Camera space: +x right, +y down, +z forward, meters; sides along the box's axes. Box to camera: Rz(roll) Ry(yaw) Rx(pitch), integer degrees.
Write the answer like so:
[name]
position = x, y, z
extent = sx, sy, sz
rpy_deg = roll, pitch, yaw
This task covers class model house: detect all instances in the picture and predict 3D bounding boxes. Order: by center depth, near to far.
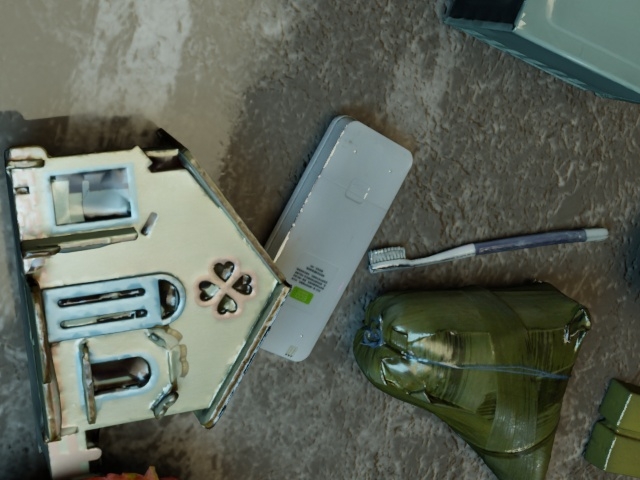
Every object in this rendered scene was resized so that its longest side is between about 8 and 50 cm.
[model house]
position = -0.156, 0.057, 1.101
extent = 0.244, 0.169, 0.326
rpy_deg = -8, 106, -20

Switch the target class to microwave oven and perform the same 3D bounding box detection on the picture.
[microwave oven]
position = 0.287, -0.307, 1.156
extent = 0.237, 0.181, 0.295
rpy_deg = 20, 96, -21

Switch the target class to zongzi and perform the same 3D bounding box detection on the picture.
[zongzi]
position = 0.146, 0.183, 1.268
extent = 0.250, 0.125, 0.274
rpy_deg = 1, 109, -21

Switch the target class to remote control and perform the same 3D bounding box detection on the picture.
[remote control]
position = 0.000, 0.000, 1.204
extent = 0.103, 0.034, 0.250
rpy_deg = 25, 94, -37

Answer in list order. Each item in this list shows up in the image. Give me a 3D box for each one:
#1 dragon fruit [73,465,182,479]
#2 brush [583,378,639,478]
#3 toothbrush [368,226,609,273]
[dragon fruit]
position = -0.205, 0.372, 1.077
extent = 0.305, 0.226, 0.305
rpy_deg = -11, 140, -10
[brush]
position = 0.435, 0.245, 1.426
extent = 0.233, 0.047, 0.103
rpy_deg = 16, 98, -23
[toothbrush]
position = 0.186, 0.006, 1.288
extent = 0.288, 0.024, 0.026
rpy_deg = -7, 92, -17
